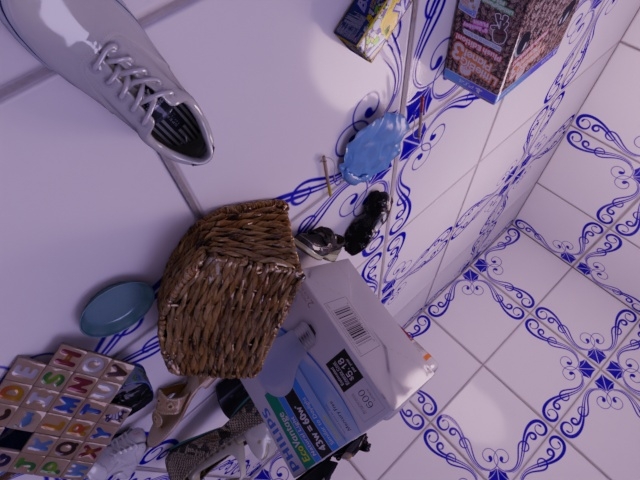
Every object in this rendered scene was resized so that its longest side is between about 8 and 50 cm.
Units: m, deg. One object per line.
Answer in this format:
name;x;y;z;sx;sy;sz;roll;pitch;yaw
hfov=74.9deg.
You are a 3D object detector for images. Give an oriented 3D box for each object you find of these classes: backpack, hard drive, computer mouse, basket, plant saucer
backpack;-0.373;0.274;0.762;0.114;0.084;0.105;-21;140;-25
hard drive;-0.237;0.460;1.291;0.172;0.054;0.255;-36;152;-23
computer mouse;0.012;0.534;0.944;0.261;0.060;0.184;-15;153;-44
basket;-0.184;0.078;0.773;0.213;0.223;0.299;10;126;-23
plant saucer;-0.326;0.105;0.669;0.119;0.021;0.119;-36;153;-21

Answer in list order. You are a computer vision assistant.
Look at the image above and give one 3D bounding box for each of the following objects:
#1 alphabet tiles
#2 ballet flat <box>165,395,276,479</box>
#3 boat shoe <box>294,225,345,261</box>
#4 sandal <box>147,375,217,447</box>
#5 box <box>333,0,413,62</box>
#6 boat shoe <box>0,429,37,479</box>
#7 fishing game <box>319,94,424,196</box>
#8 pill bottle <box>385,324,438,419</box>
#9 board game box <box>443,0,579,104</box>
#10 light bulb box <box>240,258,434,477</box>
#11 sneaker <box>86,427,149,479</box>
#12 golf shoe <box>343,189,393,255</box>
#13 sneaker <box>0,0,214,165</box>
alphabet tiles;-0.414;0.276;0.664;0.198;0.009;0.237;33;94;-34
ballet flat;-0.237;0.582;1.202;0.482;0.182;0.164;-36;145;8
boat shoe;0.001;0.001;0.976;0.074;0.080;0.223;-56;159;6
sandal;-0.342;0.360;0.984;0.240;0.088;0.079;-48;125;-16
box;0.096;-0.360;0.619;0.169;0.054;0.059;-54;154;15
boat shoe;-0.510;0.357;0.708;0.183;0.066;0.066;-25;153;-21
fishing game;0.113;-0.199;0.901;0.264;0.041;0.189;-35;153;-6
pill bottle;0.131;0.307;1.247;0.224;0.392;0.224;-36;152;-22
board game box;0.394;-0.469;0.826;0.232;0.141;0.291;-40;154;-15
light bulb box;0.007;0.301;1.026;0.225;0.358;0.361;-7;145;-53
sneaker;-0.457;0.469;0.940;0.115;0.090;0.232;-47;165;-16
golf shoe;0.137;-0.041;1.124;0.093;0.077;0.198;-6;134;-55
sneaker;-0.185;-0.162;0.418;0.094;0.091;0.258;-48;155;2
